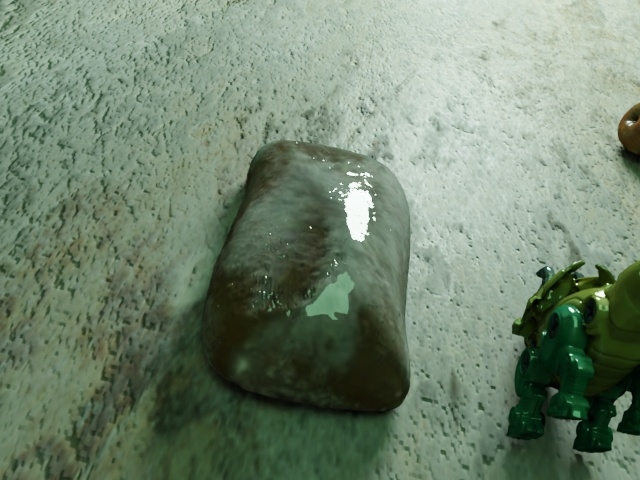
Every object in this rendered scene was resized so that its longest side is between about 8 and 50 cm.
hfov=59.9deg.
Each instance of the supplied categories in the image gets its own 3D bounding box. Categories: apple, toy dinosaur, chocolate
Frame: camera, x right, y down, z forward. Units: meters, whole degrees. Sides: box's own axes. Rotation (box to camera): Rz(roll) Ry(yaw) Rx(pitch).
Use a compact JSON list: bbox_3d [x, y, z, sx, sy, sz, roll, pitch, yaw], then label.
[{"bbox_3d":[0.471,-0.157,0.790,0.071,0.084,0.084,28,42,-15],"label":"apple"},{"bbox_3d":[0.205,0.071,0.402,0.094,0.259,0.153,10,71,1],"label":"toy dinosaur"},{"bbox_3d":[0.000,0.000,0.519,0.185,0.100,0.303,8,41,-1],"label":"chocolate"}]
